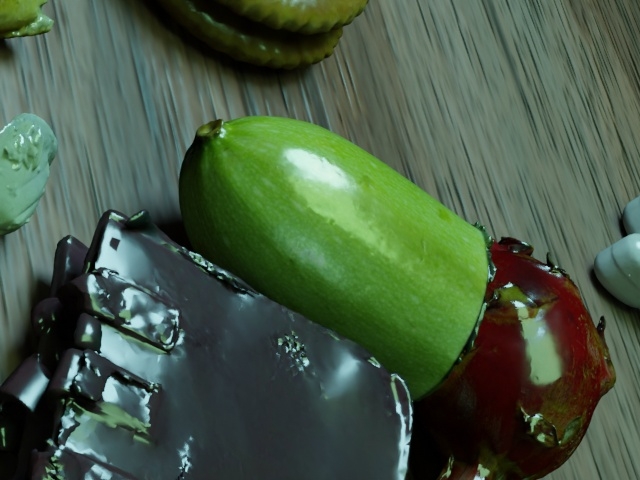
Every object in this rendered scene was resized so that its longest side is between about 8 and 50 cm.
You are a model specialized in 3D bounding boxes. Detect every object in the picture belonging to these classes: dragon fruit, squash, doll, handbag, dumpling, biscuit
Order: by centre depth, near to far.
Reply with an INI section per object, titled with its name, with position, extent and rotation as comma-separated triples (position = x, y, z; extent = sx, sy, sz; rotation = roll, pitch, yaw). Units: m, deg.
[handbag]
position = -0.057, 0.112, 0.693
extent = 0.216, 0.074, 0.203
rotation = 31, 43, -28
[dumpling]
position = -0.154, -0.030, 0.698
extent = 0.076, 0.057, 0.052
rotation = 14, 54, -42
[squash]
position = 0.000, 0.000, 0.799
extent = 0.187, 0.123, 0.123
rotation = 35, 41, -26
[dragon fruit]
position = 0.097, 0.108, 0.854
extent = 0.125, 0.125, 0.246
rotation = 48, 51, -35
[biscuit]
position = -0.057, -0.215, 0.944
extent = 0.220, 0.066, 0.220
rotation = 27, 43, -29
[doll]
position = 0.287, 0.050, 1.143
extent = 0.160, 0.059, 0.161
rotation = 50, 36, -7

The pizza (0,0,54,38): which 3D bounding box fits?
[pizza]
position = -0.247, -0.208, 0.726
extent = 0.292, 0.058, 0.197
rotation = 34, 41, -27
